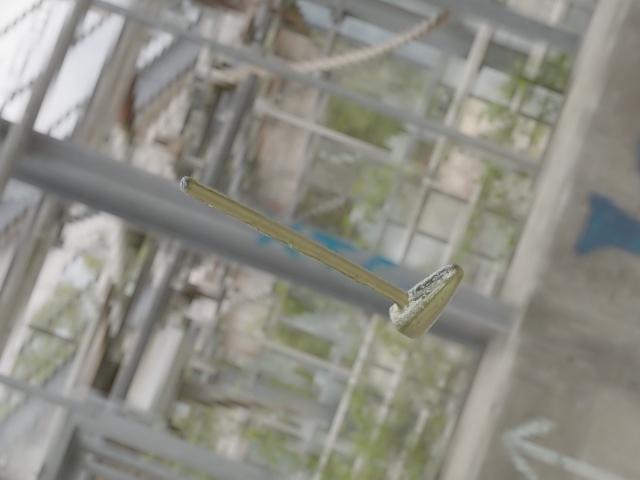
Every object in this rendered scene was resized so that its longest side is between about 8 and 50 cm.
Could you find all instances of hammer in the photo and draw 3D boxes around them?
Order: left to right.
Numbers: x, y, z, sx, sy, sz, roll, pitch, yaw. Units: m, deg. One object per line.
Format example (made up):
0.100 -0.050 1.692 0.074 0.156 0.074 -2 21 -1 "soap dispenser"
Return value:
0.000 0.000 1.178 0.060 0.195 0.028 -53 18 33 "hammer"
